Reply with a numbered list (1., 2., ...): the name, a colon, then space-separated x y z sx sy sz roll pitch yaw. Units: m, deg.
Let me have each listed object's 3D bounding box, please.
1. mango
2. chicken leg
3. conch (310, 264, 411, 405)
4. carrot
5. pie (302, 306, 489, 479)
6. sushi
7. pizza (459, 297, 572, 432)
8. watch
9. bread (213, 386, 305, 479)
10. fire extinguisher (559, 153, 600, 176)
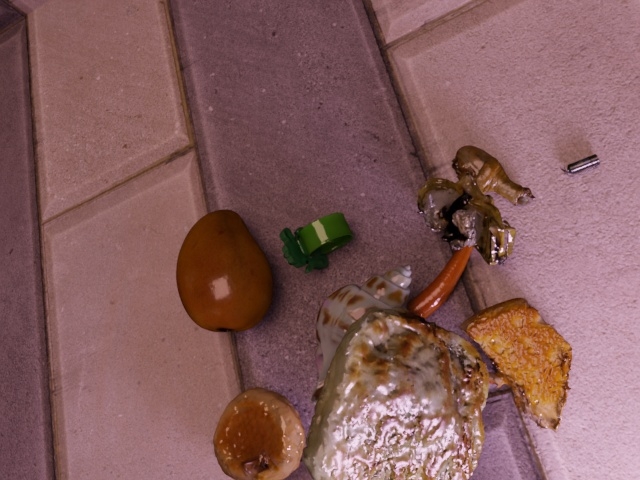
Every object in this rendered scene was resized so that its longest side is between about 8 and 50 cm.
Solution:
1. mango: -0.266 0.079 1.682 0.264 0.221 0.378 -31 53 19
2. chicken leg: 0.408 -0.146 1.506 0.103 0.088 0.228 -43 66 -4
3. conch: 0.095 0.224 1.443 0.249 0.197 0.367 -123 42 -59
4. carrot: 0.297 0.099 1.492 0.062 0.066 0.271 41 93 -5
5. pie: 0.157 0.332 1.264 0.180 0.418 0.395 -6 74 54
6. sushi: 0.331 -0.062 1.452 0.131 0.139 0.291 -15 37 -19
7. pizza: 0.450 0.266 1.355 0.189 0.071 0.297 -33 65 0
8. watch: 0.000 0.000 1.604 0.152 0.165 0.131 -32 73 34
9. bread: -0.139 0.486 1.534 0.245 0.134 0.244 -7 74 25
10. fire extinguisher: 0.604 -0.171 1.447 0.083 0.025 0.038 -21 89 19
